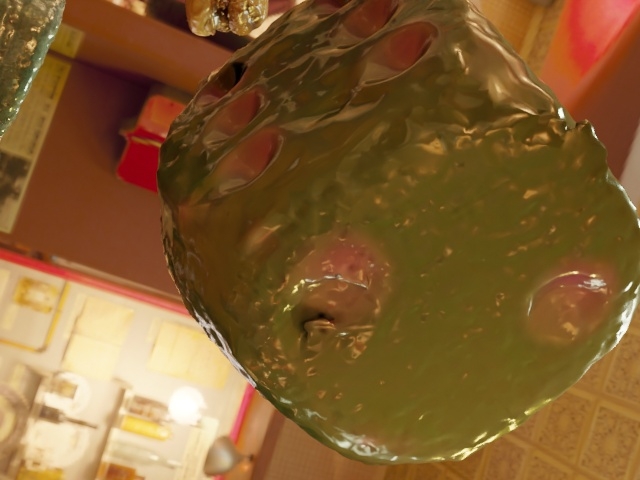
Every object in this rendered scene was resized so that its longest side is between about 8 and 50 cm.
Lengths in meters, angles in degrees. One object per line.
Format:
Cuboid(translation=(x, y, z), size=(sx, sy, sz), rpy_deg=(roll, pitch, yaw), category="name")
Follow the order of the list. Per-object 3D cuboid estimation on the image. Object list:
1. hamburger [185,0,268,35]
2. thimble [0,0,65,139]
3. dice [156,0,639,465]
Cuboid(translation=(-0.197, -0.554, 1.789), size=(0.244, 0.163, 0.244), rpy_deg=(3, 90, -85), category="hamburger")
Cuboid(translation=(-0.388, -0.202, 0.922), size=(0.235, 0.143, 0.198), rpy_deg=(-42, -148, 40), category="thimble")
Cuboid(translation=(0.061, -0.027, 0.746), size=(0.318, 0.330, 0.322), rpy_deg=(-39, -148, 11), category="dice")
